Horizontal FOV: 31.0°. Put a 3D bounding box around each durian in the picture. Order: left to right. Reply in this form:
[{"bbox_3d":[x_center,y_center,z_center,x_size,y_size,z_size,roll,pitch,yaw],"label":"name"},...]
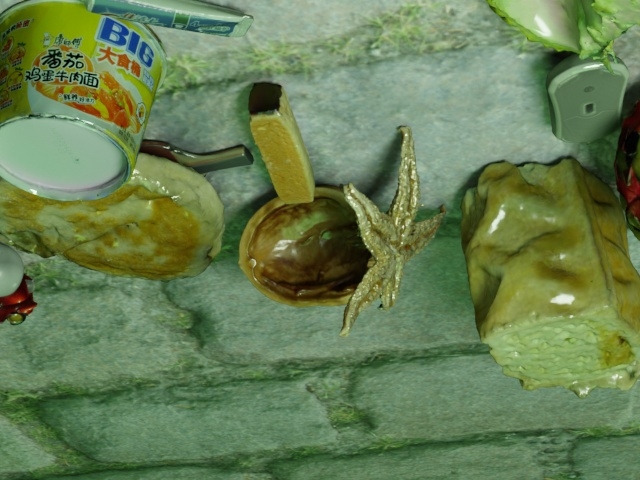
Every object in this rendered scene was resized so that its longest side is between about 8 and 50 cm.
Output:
[{"bbox_3d":[0.238,-0.242,1.030,0.158,0.169,0.352,-21,177,-6],"label":"durian"}]

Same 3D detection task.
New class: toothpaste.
[{"bbox_3d":[-0.170,-0.243,1.209,0.197,0.034,0.057,10,163,-16],"label":"toothpaste"}]

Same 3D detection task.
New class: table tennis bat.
[{"bbox_3d":[-0.191,-0.091,1.470,0.220,0.019,0.130,-9,147,19],"label":"table tennis bat"}]

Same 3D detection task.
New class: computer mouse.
[{"bbox_3d":[0.299,-0.165,1.297,0.089,0.056,0.181,-7,154,11],"label":"computer mouse"}]

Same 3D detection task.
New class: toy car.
[{"bbox_3d":[-0.469,0.054,1.651,0.139,0.112,0.112,9,133,-31],"label":"toy car"}]

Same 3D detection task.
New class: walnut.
[{"bbox_3d":[-0.001,-0.001,1.528,0.211,0.087,0.167,-8,109,22],"label":"walnut"}]

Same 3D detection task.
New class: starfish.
[{"bbox_3d":[0.093,-0.016,1.413,0.048,0.295,0.231,13,124,31],"label":"starfish"}]

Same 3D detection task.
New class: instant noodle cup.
[{"bbox_3d":[-0.272,-0.144,1.262,0.205,0.153,0.205,1,150,0],"label":"instant noodle cup"}]

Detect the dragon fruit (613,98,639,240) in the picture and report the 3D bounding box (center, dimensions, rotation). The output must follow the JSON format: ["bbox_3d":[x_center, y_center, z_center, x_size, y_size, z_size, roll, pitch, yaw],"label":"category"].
[{"bbox_3d":[0.469,-0.071,1.260,0.303,0.237,0.231,12,169,35],"label":"dragon fruit"}]

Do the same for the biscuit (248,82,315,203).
[{"bbox_3d":[-0.044,-0.115,1.390,0.052,0.056,0.188,-6,147,9],"label":"biscuit"}]

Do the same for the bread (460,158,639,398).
[{"bbox_3d":[0.291,0.043,1.452,0.196,0.252,0.238,-25,137,34],"label":"bread"}]

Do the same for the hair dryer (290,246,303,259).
[{"bbox_3d":[0.019,0.001,1.604,0.150,0.047,0.071,-26,143,20],"label":"hair dryer"}]

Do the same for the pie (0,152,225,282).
[{"bbox_3d":[-0.286,-0.035,1.484,0.339,0.077,0.339,6,153,3],"label":"pie"}]
